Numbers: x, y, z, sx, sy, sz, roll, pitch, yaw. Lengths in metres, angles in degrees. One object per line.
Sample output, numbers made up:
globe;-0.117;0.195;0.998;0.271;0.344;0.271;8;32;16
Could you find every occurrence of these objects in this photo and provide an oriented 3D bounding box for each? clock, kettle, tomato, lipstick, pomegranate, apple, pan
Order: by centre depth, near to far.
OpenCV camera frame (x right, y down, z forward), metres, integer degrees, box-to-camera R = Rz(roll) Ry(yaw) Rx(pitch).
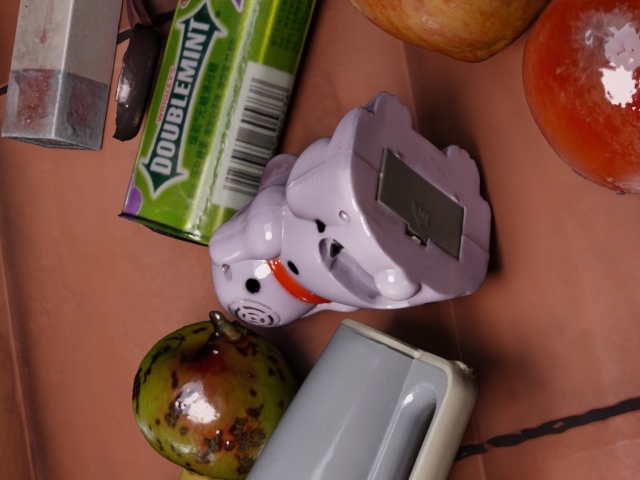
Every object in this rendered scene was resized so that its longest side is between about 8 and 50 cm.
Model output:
tomato;0.258;-0.142;1.632;0.228;0.112;0.199;-43;63;24
kettle;0.031;0.198;1.681;0.243;0.160;0.210;-65;23;-4
apple;0.107;-0.264;1.700;0.211;0.188;0.211;-12;66;29
clock;0.003;-0.003;1.757;0.254;0.189;0.189;-20;71;43
pomegranate;-0.102;0.174;1.795;0.156;0.156;0.220;18;89;35
pan;-0.176;-0.186;1.941;0.115;0.040;0.212;108;167;-46
lipstick;-0.245;-0.279;2.008;0.076;0.079;0.372;4;85;35

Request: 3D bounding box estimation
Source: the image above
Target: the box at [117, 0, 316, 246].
box;-0.088;-0.166;1.872;0.134;0.097;0.346;17;93;38
